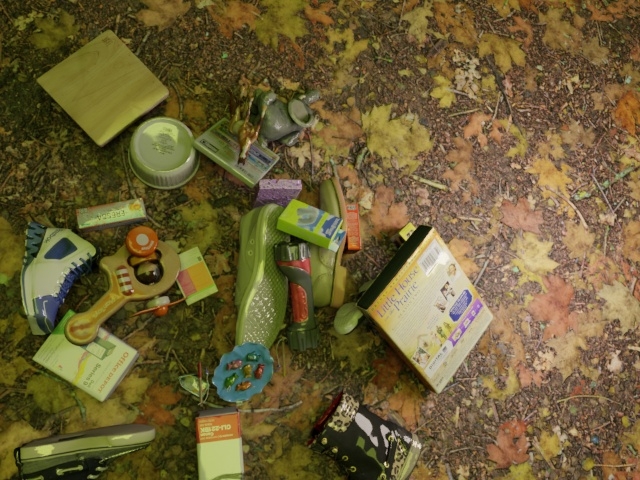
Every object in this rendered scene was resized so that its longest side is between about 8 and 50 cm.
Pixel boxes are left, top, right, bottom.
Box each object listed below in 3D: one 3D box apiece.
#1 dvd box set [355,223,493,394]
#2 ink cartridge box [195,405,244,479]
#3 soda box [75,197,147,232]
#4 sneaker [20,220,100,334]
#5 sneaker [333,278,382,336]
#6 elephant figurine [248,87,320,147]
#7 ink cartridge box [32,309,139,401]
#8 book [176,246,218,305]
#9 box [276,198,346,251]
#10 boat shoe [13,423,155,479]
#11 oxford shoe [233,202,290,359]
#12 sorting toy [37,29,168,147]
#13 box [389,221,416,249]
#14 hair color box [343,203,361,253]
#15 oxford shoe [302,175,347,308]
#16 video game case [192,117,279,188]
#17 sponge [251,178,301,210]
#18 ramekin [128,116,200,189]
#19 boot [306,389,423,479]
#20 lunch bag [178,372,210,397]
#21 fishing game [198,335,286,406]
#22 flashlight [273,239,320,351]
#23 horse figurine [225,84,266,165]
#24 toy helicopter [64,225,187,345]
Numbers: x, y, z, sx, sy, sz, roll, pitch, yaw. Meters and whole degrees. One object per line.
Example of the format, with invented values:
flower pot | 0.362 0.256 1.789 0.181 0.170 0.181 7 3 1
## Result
dvd box set | 0.313 0.205 1.621 0.307 0.062 0.420 -50 122 -16
ink cartridge box | -0.256 0.580 1.454 0.114 0.197 0.273 -5 79 -11
soda box | -0.586 -0.070 1.588 0.183 0.063 0.058 -11 81 -13
sneaker | -0.673 0.077 1.478 0.182 0.127 0.315 -3 55 -19
sneaker | 0.144 0.226 1.620 0.268 0.101 0.153 -41 108 -50
elephant figurine | -0.090 -0.377 1.722 0.239 0.169 0.186 1 107 -28
ink cartridge box | -0.612 0.304 1.490 0.212 0.093 0.154 35 73 -5
book | -0.366 0.102 1.617 0.096 0.035 0.144 -25 84 -13
box | -0.020 -0.042 1.564 0.178 0.042 0.109 22 40 7
boat shoe | -0.587 0.572 1.435 0.340 0.127 0.158 -7 86 -5
oxford shoe | -0.182 0.116 1.612 0.169 0.130 0.449 12 82 -54
sorting toy | -0.622 -0.430 1.641 0.255 0.089 0.257 46 73 0
box | 0.321 0.055 1.746 0.058 0.087 0.232 -42 88 -19
hair color box | 0.091 -0.035 1.722 0.043 0.072 0.141 -1 78 -12
oxford shoe | 0.000 0.000 1.663 0.146 0.140 0.397 2 77 -6
video game case | -0.245 -0.262 1.668 0.212 0.023 0.193 35 38 -3
sponge | -0.131 -0.127 1.621 0.117 0.210 0.031 -1 77 -14
ramekin | -0.453 -0.258 1.632 0.207 0.109 0.207 2 78 -11
boot | 0.084 0.631 1.547 0.284 0.138 0.377 38 70 -4
lunch bag | -0.345 0.388 1.540 0.083 0.071 0.053 29 77 -4
fishing game | -0.206 0.367 1.536 0.264 0.041 0.189 -9 114 -31
flashlight | -0.068 0.153 1.569 0.103 0.103 0.304 -1 97 17
horse figurine | -0.224 -0.350 1.645 0.066 0.174 0.263 3 32 -29
toy helicopter | -0.512 0.148 1.496 0.235 0.140 0.355 46 61 -7
